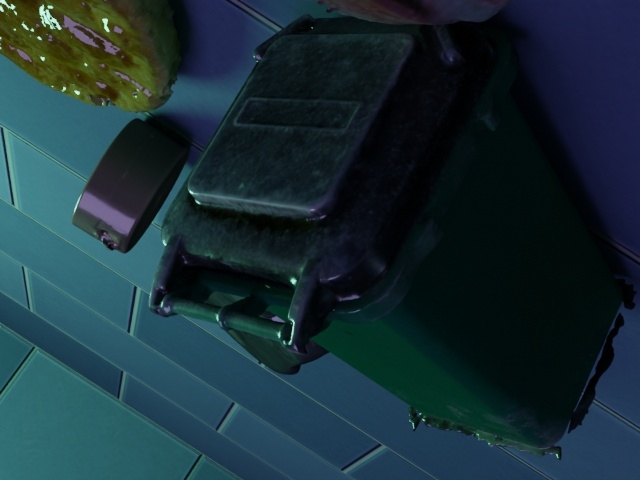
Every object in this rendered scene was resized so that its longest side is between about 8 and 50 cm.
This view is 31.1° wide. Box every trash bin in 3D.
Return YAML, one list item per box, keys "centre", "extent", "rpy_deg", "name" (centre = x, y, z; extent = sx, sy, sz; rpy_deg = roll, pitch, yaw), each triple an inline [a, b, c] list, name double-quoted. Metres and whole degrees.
- centre: [0.080, 0.024, 0.977]
  extent: [0.259, 0.295, 0.381]
  rpy_deg: [9, 153, 47]
  name: "trash bin"

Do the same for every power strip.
- centre: [-0.225, -0.062, 1.356]
  extent: [0.078, 0.154, 0.154]
  rpy_deg: [32, 158, -3]
  name: "power strip"

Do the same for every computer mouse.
- centre: [-0.063, 0.070, 1.425]
  extent: [0.188, 0.122, 0.371]
  rpy_deg: [42, 170, -2]
  name: "computer mouse"

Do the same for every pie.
- centre: [-0.275, -0.249, 1.145]
  extent: [0.339, 0.083, 0.339]
  rpy_deg: [27, 160, 11]
  name: "pie"

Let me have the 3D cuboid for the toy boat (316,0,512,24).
- centre: [0.092, -0.225, 0.724]
  extent: [0.206, 0.096, 0.282]
  rpy_deg: [38, 146, -29]
  name: "toy boat"
